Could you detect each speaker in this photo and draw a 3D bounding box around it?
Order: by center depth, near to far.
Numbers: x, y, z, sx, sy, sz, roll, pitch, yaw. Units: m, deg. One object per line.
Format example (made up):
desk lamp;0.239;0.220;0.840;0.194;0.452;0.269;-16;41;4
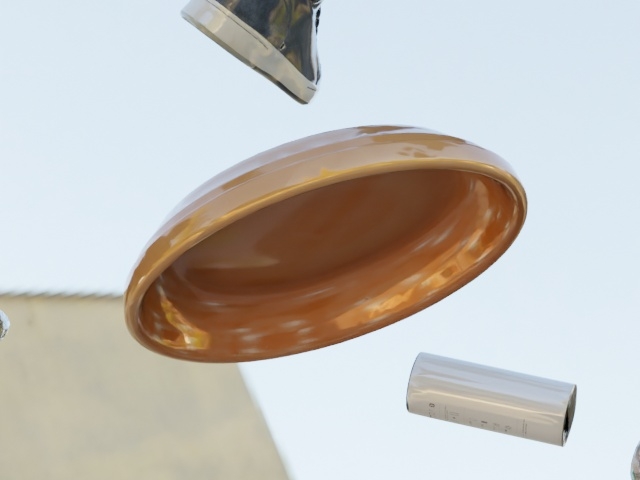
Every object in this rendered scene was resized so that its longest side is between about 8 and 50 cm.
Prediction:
speaker;0.143;0.132;1.576;0.136;0.055;0.055;11;-18;17

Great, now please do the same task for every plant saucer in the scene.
plant saucer;0.000;0.000;0.906;0.200;0.037;0.200;-15;-24;-7

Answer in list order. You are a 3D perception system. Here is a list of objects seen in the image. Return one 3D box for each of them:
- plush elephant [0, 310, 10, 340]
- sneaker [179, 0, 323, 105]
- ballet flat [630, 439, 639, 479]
plush elephant;-0.301;0.018;0.941;0.255;0.330;0.272;7;-30;28
sneaker;-0.008;-0.193;1.399;0.163;0.086;0.226;-55;-12;1
ballet flat;0.379;0.132;1.431;0.316;0.107;0.106;-28;-18;17
